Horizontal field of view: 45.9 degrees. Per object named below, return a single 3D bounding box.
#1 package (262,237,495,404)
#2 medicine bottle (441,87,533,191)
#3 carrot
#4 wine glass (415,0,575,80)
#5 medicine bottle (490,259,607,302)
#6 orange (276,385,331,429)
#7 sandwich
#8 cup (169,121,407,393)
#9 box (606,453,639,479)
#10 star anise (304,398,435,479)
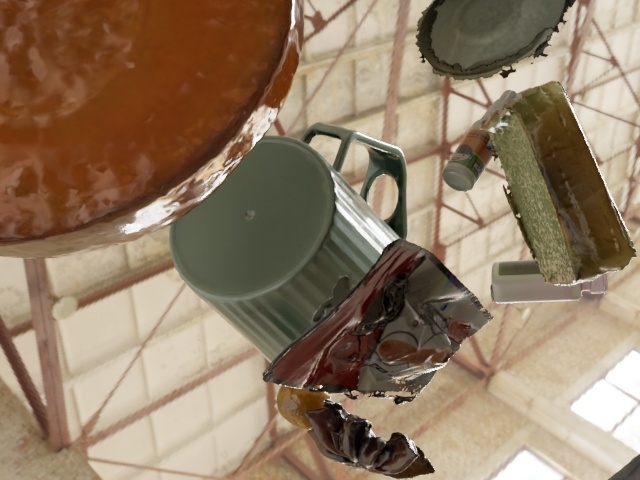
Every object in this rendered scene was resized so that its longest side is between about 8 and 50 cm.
[{"bbox_3d":[0.078,0.095,0.786,0.269,0.071,0.194,24,-75,-45],"label":"package"},{"bbox_3d":[0.296,-0.184,1.316,0.061,0.092,0.220,44,-116,-16],"label":"medicine bottle"},{"bbox_3d":[-0.159,-0.119,0.435,0.307,0.258,0.100,-18,5,5],"label":"carrot"},{"bbox_3d":[0.150,-0.372,0.894,0.191,0.357,0.190,-13,-30,-8],"label":"wine glass"},{"bbox_3d":[0.453,0.078,1.503,0.115,0.219,0.078,-50,-47,-67],"label":"medicine bottle"},{"bbox_3d":[-0.024,0.231,1.089,0.070,0.083,0.083,-56,-33,-26],"label":"orange"},{"bbox_3d":[0.303,-0.070,0.982,0.087,0.251,0.226,-23,-4,3],"label":"sandwich"},{"bbox_3d":[-0.023,0.006,1.212,0.392,0.310,0.400,49,-143,-56],"label":"cup"},{"bbox_3d":[0.291,0.337,0.629,0.337,0.106,0.264,-33,-74,-9],"label":"box"},{"bbox_3d":[0.055,0.245,0.893,0.057,0.168,0.168,-60,-32,-23],"label":"star anise"}]
